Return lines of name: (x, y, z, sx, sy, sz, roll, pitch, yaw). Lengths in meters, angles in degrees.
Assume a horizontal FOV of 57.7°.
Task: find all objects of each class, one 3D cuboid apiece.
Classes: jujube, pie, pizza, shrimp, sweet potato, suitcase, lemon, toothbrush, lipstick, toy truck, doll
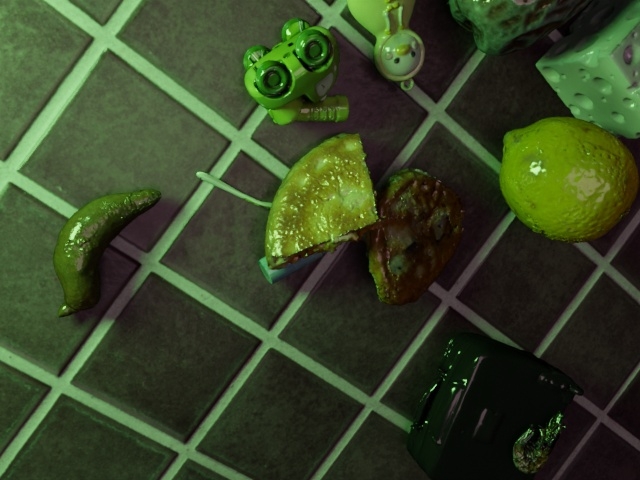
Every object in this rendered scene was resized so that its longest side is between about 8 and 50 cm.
jujube: (0.416, -0.508, 1.145, 0.308, 0.246, 0.215, -37, 67, 7)
pie: (0.198, -0.016, 1.256, 0.308, 0.085, 0.308, -6, 100, -33)
pizza: (0.019, -0.066, 1.169, 0.226, 0.086, 0.335, 27, 76, 14)
shrimp: (0.489, 0.448, 1.299, 0.091, 0.034, 0.161, 29, 95, -15)
sweet potato: (-0.433, 0.013, 1.100, 0.124, 0.098, 0.310, 29, 91, -41)
suitcase: (0.392, 0.413, 1.371, 0.339, 0.188, 0.345, 19, 98, -20)
lemon: (0.524, -0.134, 1.256, 0.310, 0.258, 0.258, 38, 90, 3)
toothbrush: (-0.133, -0.087, 1.200, 0.263, 0.022, 0.026, 25, 82, -19)
lipstick: (0.000, 0.000, 1.233, 0.274, 0.068, 0.061, -30, 110, -15)
toy truck: (-0.048, -0.302, 1.121, 0.187, 0.148, 0.210, -21, 128, -8)
doll: (0.137, -0.439, 1.146, 0.141, 0.117, 0.296, -25, 107, -6)

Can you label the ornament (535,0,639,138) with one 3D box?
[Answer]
ornament: (0.672, -0.383, 1.244, 0.240, 0.240, 0.239, 42, 89, -19)
